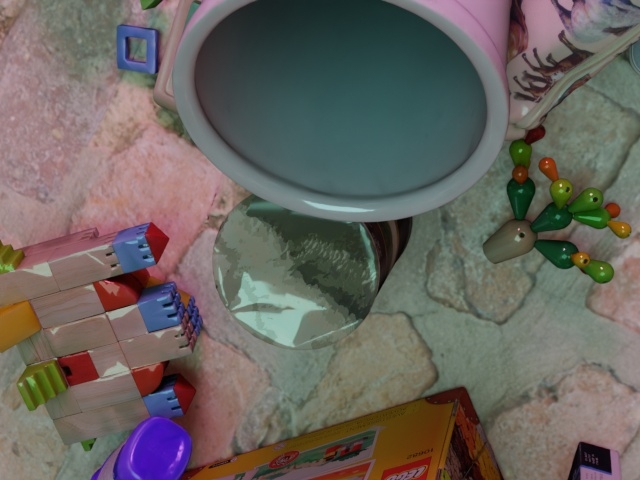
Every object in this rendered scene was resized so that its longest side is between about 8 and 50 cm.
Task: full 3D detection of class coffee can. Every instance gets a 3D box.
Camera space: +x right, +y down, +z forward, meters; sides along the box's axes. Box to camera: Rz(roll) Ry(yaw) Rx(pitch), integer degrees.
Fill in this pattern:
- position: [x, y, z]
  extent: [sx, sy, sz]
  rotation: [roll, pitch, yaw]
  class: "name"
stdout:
- position: [0.000, 0.000, 1.246]
  extent: [0.202, 0.275, 0.201]
  rotation: [3, 106, 12]
  class: "coffee can"

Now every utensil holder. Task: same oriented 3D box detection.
- position: [0.050, -0.268, 1.041]
  extent: [0.328, 0.385, 0.327]
  rotation: [9, 144, 6]
  class: "utensil holder"

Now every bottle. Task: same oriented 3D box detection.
- position: [-0.283, 0.357, 1.451]
  extent: [0.092, 0.118, 0.283]
  rotation: [34, 140, -8]
  class: "bottle"

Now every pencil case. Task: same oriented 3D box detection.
- position: [0.333, -0.288, 1.109]
  extent: [0.410, 0.160, 0.183]
  rotation: [-39, 50, 33]
  class: "pencil case"

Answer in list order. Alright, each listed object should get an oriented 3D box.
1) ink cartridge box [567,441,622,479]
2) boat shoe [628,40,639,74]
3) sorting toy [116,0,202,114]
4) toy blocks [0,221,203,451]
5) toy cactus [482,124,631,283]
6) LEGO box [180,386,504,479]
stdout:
- position: [0.344, 0.463, 1.345]
  extent: [0.065, 0.165, 0.332]
  rotation: [13, 106, 10]
  class: "ink cartridge box"
- position: [0.447, -0.296, 1.161]
  extent: [0.079, 0.081, 0.227]
  rotation: [32, 109, 4]
  class: "boat shoe"
- position: [-0.132, -0.234, 1.309]
  extent: [0.348, 0.047, 0.196]
  rotation: [25, 116, 11]
  class: "sorting toy"
- position: [-0.297, 0.128, 1.418]
  extent: [0.261, 0.190, 0.381]
  rotation: [-15, 112, 8]
  class: "toy blocks"
- position: [0.292, -0.030, 1.275]
  extent: [0.180, 0.112, 0.219]
  rotation: [-34, 97, 38]
  class: "toy cactus"
- position: [-0.015, 0.417, 1.310]
  extent: [0.500, 0.372, 0.193]
  rotation: [-21, 99, 18]
  class: "LEGO box"
